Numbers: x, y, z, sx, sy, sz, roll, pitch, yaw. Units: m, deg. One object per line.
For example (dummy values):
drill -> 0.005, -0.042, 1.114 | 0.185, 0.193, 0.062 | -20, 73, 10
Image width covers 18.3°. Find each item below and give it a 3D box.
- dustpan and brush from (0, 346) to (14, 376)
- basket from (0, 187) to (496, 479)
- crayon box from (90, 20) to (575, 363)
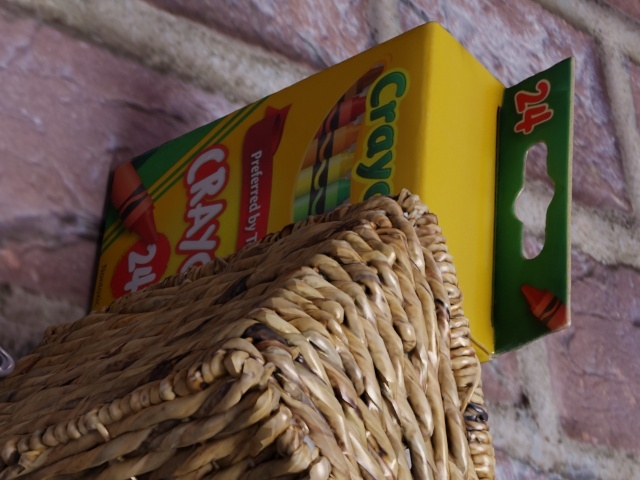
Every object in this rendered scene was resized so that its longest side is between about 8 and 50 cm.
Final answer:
dustpan and brush -> -0.248, 0.016, 1.041 | 0.211, 0.060, 0.147 | 28, 62, -16
basket -> -0.050, 0.138, 1.051 | 0.213, 0.299, 0.223 | 60, 33, -10
crayon box -> 0.000, 0.000, 1.188 | 0.081, 0.318, 0.202 | 39, 42, -38
